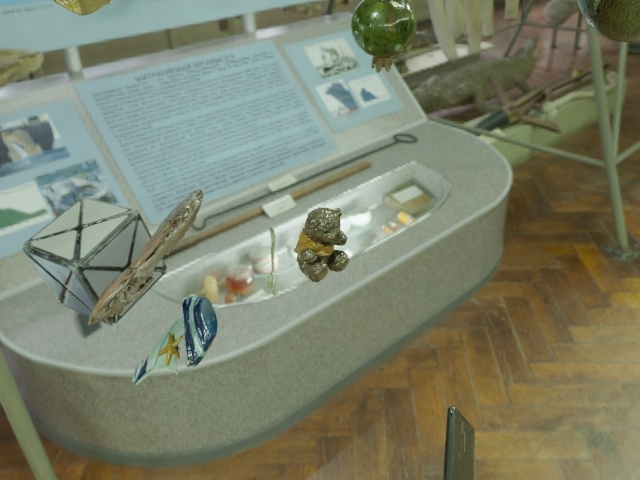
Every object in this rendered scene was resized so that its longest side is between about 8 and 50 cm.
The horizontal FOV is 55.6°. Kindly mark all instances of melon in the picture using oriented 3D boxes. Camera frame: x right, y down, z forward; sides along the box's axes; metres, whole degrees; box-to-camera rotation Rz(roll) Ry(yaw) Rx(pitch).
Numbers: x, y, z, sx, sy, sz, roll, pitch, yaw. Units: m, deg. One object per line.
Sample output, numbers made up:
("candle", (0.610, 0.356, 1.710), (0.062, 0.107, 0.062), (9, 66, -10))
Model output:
("melon", (0.313, -0.267, 0.598), (0.114, 0.167, 0.114), (-6, 58, 9))

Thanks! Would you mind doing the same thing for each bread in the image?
("bread", (-0.506, -0.549, 1.246), (0.106, 0.140, 0.236), (-39, 47, -20))

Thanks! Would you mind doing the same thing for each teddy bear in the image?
("teddy bear", (0.000, 0.000, 1.628), (0.140, 0.190, 0.177), (30, 32, 27))

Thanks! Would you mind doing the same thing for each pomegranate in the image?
("pomegranate", (0.177, -0.577, 1.706), (0.187, 0.225, 0.187), (-2, 55, 3))

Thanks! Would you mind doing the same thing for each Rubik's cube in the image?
("Rubik's cube", (-0.646, 0.056, 1.775), (0.260, 0.259, 0.255), (16, 49, 29))

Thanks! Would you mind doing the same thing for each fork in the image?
("fork", (-0.152, 0.064, 1.908), (0.028, 0.220, 0.034), (6, -15, -36))

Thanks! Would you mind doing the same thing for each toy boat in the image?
("toy boat", (-0.363, 0.264, 1.487), (0.291, 0.067, 0.221), (-42, 37, 21))

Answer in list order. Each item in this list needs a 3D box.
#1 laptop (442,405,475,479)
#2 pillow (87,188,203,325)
("laptop", (0.290, 0.466, 1.251), (0.026, 0.154, 0.207), (-12, 48, 30))
("pillow", (-0.265, 0.029, 0.943), (0.049, 0.248, 0.135), (39, 13, -10))
